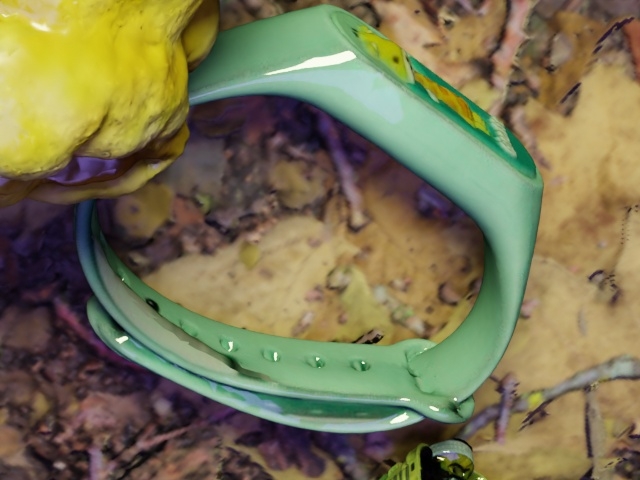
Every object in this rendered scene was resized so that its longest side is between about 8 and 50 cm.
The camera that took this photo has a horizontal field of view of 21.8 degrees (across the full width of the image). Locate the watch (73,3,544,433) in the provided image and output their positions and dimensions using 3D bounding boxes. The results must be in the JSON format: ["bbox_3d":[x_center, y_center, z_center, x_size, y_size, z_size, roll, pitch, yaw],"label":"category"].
[{"bbox_3d":[0.000,0.000,0.786,0.237,0.068,0.195,32,111,-25],"label":"watch"}]

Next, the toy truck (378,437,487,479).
[{"bbox_3d":[0.089,0.186,0.912,0.169,0.077,0.100,31,124,-29],"label":"toy truck"}]

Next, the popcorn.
[{"bbox_3d":[-0.117,-0.111,0.597,0.226,0.203,0.200,-3,153,16],"label":"popcorn"}]
